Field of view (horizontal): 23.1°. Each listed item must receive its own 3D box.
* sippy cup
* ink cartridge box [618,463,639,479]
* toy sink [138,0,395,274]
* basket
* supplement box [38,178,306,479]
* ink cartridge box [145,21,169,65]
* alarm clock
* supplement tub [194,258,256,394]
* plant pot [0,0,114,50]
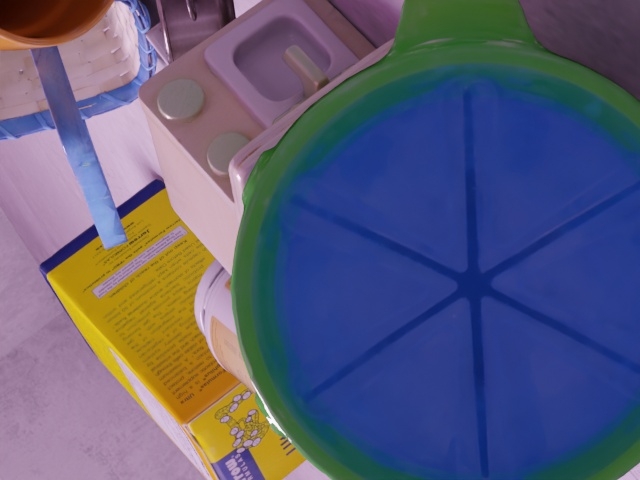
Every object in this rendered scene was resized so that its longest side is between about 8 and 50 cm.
[{"bbox_3d":[0.075,0.005,0.839,0.240,0.305,0.224,31,-171,-5],"label":"sippy cup"},{"bbox_3d":[0.270,0.162,0.943,0.303,0.072,0.307,50,167,3],"label":"ink cartridge box"},{"bbox_3d":[-0.029,-0.080,1.113,0.131,0.153,0.234,47,166,20],"label":"toy sink"},{"bbox_3d":[-0.252,-0.156,1.491,0.255,0.201,0.289,89,157,-66],"label":"basket"},{"bbox_3d":[-0.150,0.121,1.907,0.356,0.195,0.194,41,162,41],"label":"supplement box"},{"bbox_3d":[-0.097,-0.142,1.446,0.145,0.045,0.179,53,-176,-6],"label":"ink cartridge box"},{"bbox_3d":[-0.093,-0.186,1.136,0.192,0.064,0.129,-100,1,-76],"label":"alarm clock"},{"bbox_3d":[-0.025,0.090,1.536,0.199,0.144,0.144,34,158,52],"label":"supplement tub"},{"bbox_3d":[-0.295,-0.254,1.295,0.188,0.205,0.205,-1,130,42],"label":"plant pot"}]
